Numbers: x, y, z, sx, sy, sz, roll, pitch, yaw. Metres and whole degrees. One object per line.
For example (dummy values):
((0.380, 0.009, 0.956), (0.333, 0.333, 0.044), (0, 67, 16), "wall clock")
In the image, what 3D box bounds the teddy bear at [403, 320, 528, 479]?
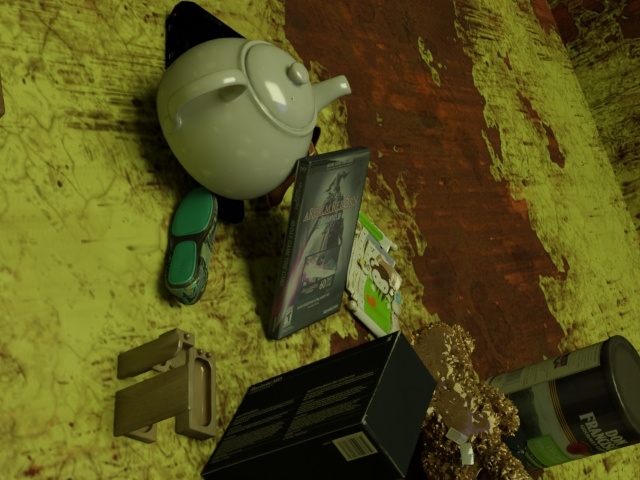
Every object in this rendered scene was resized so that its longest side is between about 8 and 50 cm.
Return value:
((0.216, 0.305, 1.717), (0.245, 0.113, 0.338), (-32, 78, -20), "teddy bear")

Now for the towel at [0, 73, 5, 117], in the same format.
((-0.498, -0.331, 1.211), (0.271, 0.040, 0.370), (10, 63, -52), "towel")

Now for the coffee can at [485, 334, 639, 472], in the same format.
((0.473, 0.316, 1.999), (0.201, 0.275, 0.202), (34, 44, -40), "coffee can")

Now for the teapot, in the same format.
((-0.096, -0.192, 1.484), (0.252, 0.187, 0.256), (40, 38, -28), "teapot")

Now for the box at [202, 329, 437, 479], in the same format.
((0.001, 0.241, 1.357), (0.103, 0.261, 0.184), (53, 34, -19), "box")

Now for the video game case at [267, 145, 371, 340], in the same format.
((0.000, 0.000, 1.589), (0.196, 0.026, 0.274), (-19, 125, -59), "video game case")

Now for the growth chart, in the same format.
((0.096, 0.067, 1.848), (0.172, 0.021, 0.237), (38, 42, -39), "growth chart")

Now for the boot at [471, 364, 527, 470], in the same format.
((0.282, 0.317, 1.883), (0.207, 0.094, 0.247), (22, 59, -44), "boot")

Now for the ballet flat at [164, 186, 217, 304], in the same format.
((-0.176, 0.011, 1.452), (0.070, 0.070, 0.188), (43, 40, -32), "ballet flat")

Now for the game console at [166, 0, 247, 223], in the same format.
((-0.149, -0.189, 1.631), (0.213, 0.044, 0.362), (27, 49, -45), "game console")

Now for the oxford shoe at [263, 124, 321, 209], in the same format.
((-0.047, -0.129, 1.696), (0.212, 0.076, 0.076), (-72, 158, -45), "oxford shoe")

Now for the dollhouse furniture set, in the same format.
((-0.154, 0.175, 1.301), (0.151, 0.123, 0.144), (30, 47, -44), "dollhouse furniture set")
